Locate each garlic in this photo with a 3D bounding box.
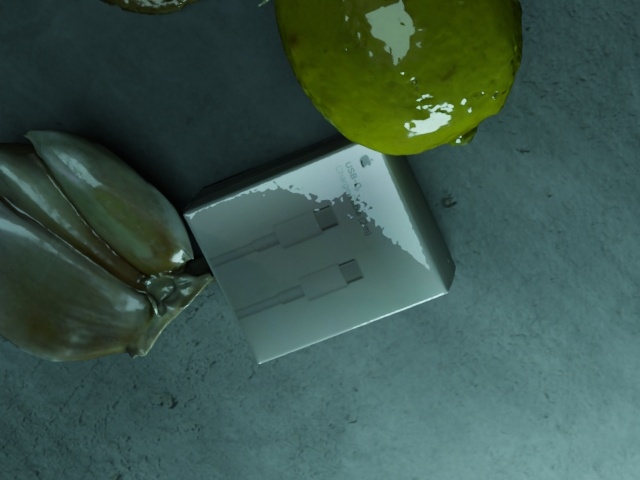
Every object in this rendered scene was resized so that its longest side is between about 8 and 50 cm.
[{"bbox_3d":[-0.291,0.013,1.841,0.325,0.132,0.279,36,110,-7],"label":"garlic"}]

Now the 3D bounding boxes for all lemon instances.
[{"bbox_3d":[0.080,-0.231,1.632,0.260,0.260,0.284,-1,107,10],"label":"lemon"}]

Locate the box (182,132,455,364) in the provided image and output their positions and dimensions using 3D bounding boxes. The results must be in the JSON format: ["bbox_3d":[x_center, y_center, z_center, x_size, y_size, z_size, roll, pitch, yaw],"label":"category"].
[{"bbox_3d":[0.000,0.000,1.806,0.251,0.106,0.203,-21,103,15],"label":"box"}]

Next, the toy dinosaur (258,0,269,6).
[{"bbox_3d":[-0.034,-0.284,1.738,0.083,0.047,0.031,-17,104,16],"label":"toy dinosaur"}]

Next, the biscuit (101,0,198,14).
[{"bbox_3d":[-0.195,-0.357,1.742,0.225,0.042,0.226,3,108,9],"label":"biscuit"}]
